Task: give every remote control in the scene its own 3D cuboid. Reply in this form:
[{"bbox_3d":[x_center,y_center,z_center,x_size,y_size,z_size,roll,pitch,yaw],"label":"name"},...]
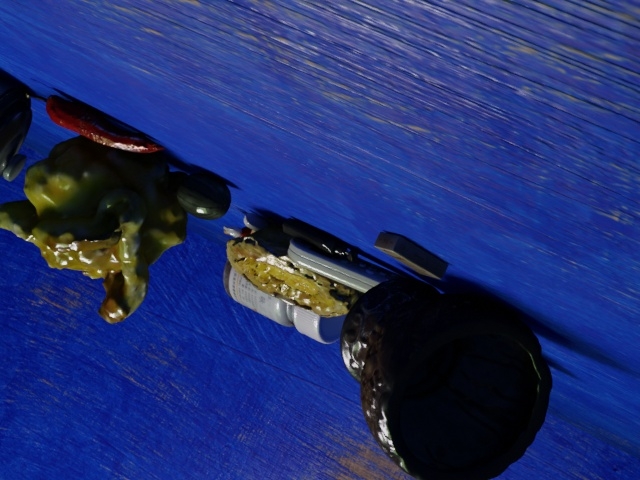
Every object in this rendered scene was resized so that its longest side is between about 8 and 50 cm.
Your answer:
[{"bbox_3d":[0.048,0.050,1.663,0.222,0.042,0.078,21,-162,12],"label":"remote control"}]

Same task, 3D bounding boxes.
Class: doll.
[{"bbox_3d":[-0.112,0.011,2.031,0.183,0.085,0.217,28,166,-13],"label":"doll"}]

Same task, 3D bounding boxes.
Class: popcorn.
[{"bbox_3d":[-0.381,-0.050,1.788,0.321,0.290,0.325,36,173,17],"label":"popcorn"}]

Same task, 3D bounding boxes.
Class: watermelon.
[{"bbox_3d":[-0.194,-0.073,1.676,0.078,0.078,0.111,33,173,-40],"label":"watermelon"}]

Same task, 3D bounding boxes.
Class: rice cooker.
[{"bbox_3d":[-0.672,-0.209,1.846,0.317,0.264,0.316,23,-144,-18],"label":"rice cooker"}]

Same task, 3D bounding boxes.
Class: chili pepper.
[{"bbox_3d":[-0.370,-0.187,1.630,0.268,0.050,0.059,26,158,14],"label":"chili pepper"}]

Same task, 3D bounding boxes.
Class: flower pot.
[{"bbox_3d":[0.162,0.183,1.485,0.267,0.266,0.267,30,-174,-25],"label":"flower pot"}]

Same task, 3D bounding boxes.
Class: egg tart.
[{"bbox_3d":[-0.046,0.041,1.852,0.291,0.107,0.291,23,163,8],"label":"egg tart"}]

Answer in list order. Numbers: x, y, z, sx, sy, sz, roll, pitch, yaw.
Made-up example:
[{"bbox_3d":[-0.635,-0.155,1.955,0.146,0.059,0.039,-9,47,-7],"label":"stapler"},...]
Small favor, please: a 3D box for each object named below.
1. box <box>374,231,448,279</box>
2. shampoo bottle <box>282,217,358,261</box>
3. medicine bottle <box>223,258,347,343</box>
[{"bbox_3d":[0.115,0.019,1.289,0.083,0.024,0.053,32,173,-26],"label":"box"},{"bbox_3d":[0.000,0.000,1.650,0.137,0.027,0.048,25,-176,27],"label":"shampoo bottle"},{"bbox_3d":[-0.064,0.102,2.189,0.273,0.165,0.165,26,174,33],"label":"medicine bottle"}]
